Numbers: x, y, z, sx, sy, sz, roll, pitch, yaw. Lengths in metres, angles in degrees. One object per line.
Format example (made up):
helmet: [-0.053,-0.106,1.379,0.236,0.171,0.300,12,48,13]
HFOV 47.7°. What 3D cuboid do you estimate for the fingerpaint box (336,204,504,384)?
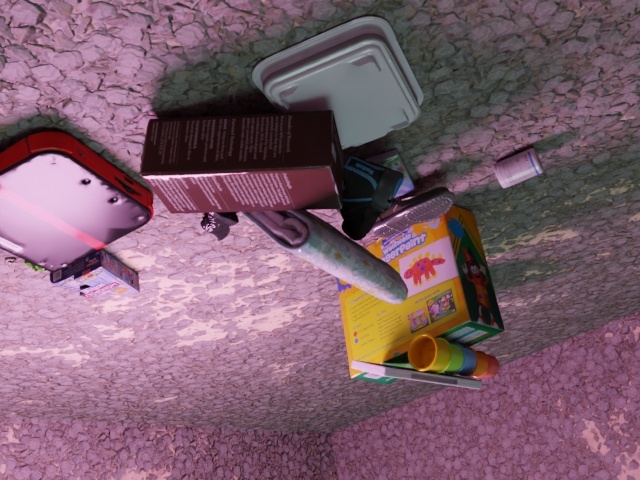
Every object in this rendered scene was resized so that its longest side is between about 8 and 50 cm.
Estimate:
fingerpaint box: [0.265,0.157,2.059,0.163,0.371,0.444,18,141,-38]

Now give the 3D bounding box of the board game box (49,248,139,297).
board game box: [-0.604,0.110,1.994,0.194,0.060,0.194,-23,150,23]

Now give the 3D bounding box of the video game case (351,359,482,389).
video game case: [0.250,0.353,1.904,0.285,0.025,0.204,12,172,-20]

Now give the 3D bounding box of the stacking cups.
stacking cups: [0.359,0.320,1.897,0.096,0.096,0.316,-30,144,34]

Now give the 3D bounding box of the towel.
towel: [0.000,0.000,1.686,0.320,0.374,0.090,27,96,-35]

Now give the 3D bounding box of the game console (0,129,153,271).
game console: [-0.595,-0.075,1.603,0.341,0.060,0.386,-25,150,13]

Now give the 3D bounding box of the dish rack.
dish rack: [0.050,-0.285,1.461,0.285,0.072,0.333,-20,153,16]

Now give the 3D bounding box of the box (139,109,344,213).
box: [-0.150,-0.155,1.474,0.381,0.143,0.191,1,158,8]

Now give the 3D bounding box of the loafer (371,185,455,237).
loafer: [0.232,-0.090,1.883,0.251,0.088,0.094,-23,146,32]

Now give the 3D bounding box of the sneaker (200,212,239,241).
sneaker: [-0.269,-0.052,1.812,0.089,0.051,0.170,-26,153,18]

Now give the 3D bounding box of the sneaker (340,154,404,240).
sneaker: [0.094,-0.109,1.748,0.139,0.125,0.341,29,157,0]

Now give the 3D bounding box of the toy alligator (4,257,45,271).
toy alligator: [-0.717,0.058,1.860,0.189,0.051,0.056,-10,153,-2]

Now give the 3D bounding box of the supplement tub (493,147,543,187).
supplement tub: [0.499,-0.182,1.820,0.107,0.071,0.071,-23,151,24]

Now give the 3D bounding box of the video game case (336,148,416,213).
video game case: [0.116,-0.141,1.810,0.212,0.023,0.193,-18,152,13]
